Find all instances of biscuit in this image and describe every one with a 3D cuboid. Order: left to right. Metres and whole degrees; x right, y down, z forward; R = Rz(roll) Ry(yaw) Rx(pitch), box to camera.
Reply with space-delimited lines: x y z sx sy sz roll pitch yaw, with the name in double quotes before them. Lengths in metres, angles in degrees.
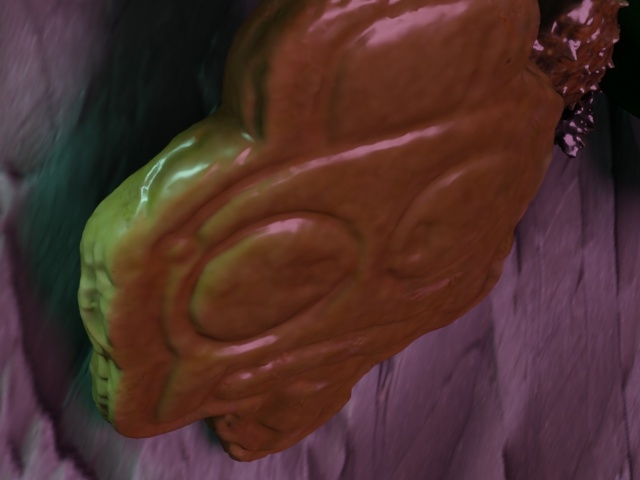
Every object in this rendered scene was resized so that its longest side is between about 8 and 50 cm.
"biscuit" 0.002 0.003 0.888 0.269 0.051 0.376 -18 146 -26

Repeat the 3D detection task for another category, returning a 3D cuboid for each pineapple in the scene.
"pineapple" 0.147 -0.115 1.113 0.108 0.108 0.197 -59 153 -16

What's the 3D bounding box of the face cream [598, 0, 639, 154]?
"face cream" 0.349 -0.140 1.277 0.357 0.219 0.312 19 90 -54
